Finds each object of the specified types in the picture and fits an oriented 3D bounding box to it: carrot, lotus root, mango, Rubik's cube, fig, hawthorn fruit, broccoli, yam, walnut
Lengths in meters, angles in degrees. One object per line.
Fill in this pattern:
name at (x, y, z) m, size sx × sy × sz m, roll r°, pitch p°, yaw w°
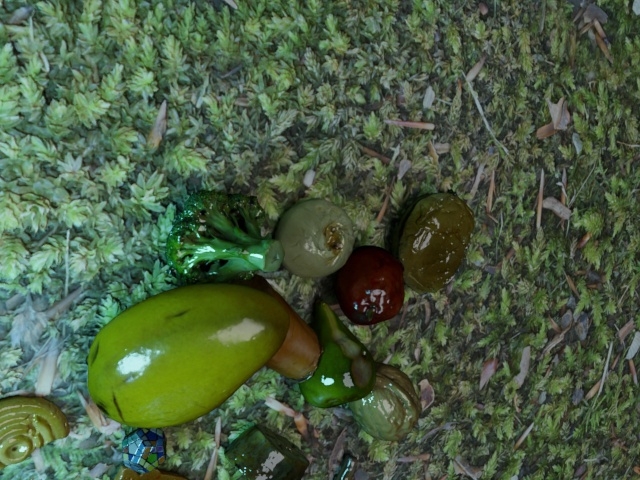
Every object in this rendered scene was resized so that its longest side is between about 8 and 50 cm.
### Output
carrot at (-0.108, 0.215, 1.659) m, size 0.254 × 0.196 × 0.195 m, roll 37°, pitch 79°, yaw -40°
lotus root at (-0.123, 0.571, 1.773) m, size 0.119 × 0.138 × 0.235 m, roll -50°, pitch 130°, yaw -3°
mango at (-0.270, 0.236, 1.438) m, size 0.446 × 0.220 × 0.301 m, roll -20°, pitch 124°, yaw 10°
Rubik's cube at (-0.396, 0.470, 1.568) m, size 0.111 × 0.111 × 0.093 m, roll 50°, pitch 44°, yaw -33°
fig at (0.030, 0.286, 1.790) m, size 0.206 × 0.206 × 0.274 m, roll -4°, pitch 70°, yaw -34°
hawthorn fruit at (0.131, 0.132, 1.774) m, size 0.190 × 0.251 × 0.189 m, roll -2°, pitch 125°, yaw -3°
broccoli at (-0.188, 0.007, 1.499) m, size 0.269 × 0.269 × 0.254 m, roll -48°, pitch 136°, yaw -16°
yam at (0.044, 0.731, 1.972) m, size 0.046 × 0.046 × 0.263 m, roll 24°, pitch 89°, yaw -37°
walnut at (0.175, 0.444, 1.906) m, size 0.198 × 0.198 × 0.244 m, roll -40°, pitch 122°, yaw -21°

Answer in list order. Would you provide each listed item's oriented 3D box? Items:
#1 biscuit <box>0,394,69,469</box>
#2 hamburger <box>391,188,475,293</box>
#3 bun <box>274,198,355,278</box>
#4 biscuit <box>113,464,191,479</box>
biscuit at (-0.634, 0.391, 1.421) m, size 0.224 × 0.033 × 0.144 m, roll -18°, pitch 111°, yaw -32°
hamburger at (0.299, -0.015, 1.917) m, size 0.211 × 0.133 × 0.308 m, roll 31°, pitch 84°, yaw -38°
bun at (0.000, 0.000, 1.712) m, size 0.223 × 0.128 × 0.222 m, roll -8°, pitch 106°, yaw -30°
biscuit at (-0.419, 0.598, 1.617) m, size 0.280 × 0.043 × 0.183 m, roll -2°, pitch 106°, yaw -39°
